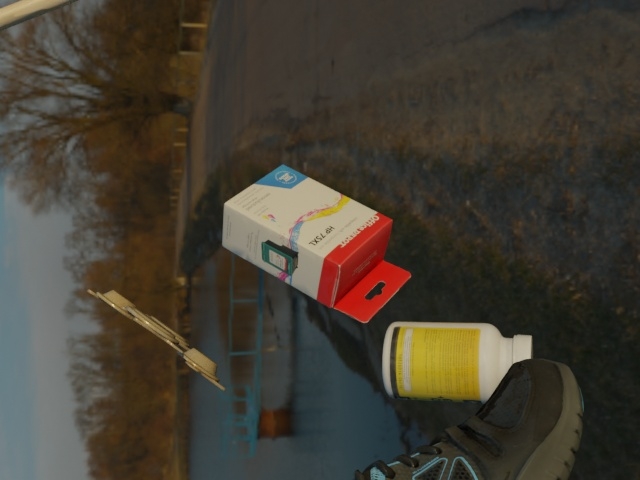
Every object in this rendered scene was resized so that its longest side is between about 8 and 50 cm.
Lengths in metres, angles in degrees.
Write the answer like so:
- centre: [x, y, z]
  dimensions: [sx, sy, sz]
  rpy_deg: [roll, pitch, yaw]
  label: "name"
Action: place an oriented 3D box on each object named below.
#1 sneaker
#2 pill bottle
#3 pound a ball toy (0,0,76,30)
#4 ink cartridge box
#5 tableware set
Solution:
- centre: [0.089, 0.198, 0.586]
  dimensions: [0.341, 0.140, 0.125]
  rpy_deg: [-46, -18, -36]
  label: "sneaker"
- centre: [0.178, 0.157, 0.993]
  dimensions: [0.103, 0.184, 0.103]
  rpy_deg: [-1, -90, -72]
  label: "pill bottle"
- centre: [-0.269, -0.300, 0.701]
  dimensions: [0.136, 0.319, 0.208]
  rpy_deg: [18, 133, 61]
  label: "pound a ball toy"
- centre: [0.000, 0.000, 1.018]
  dimensions: [0.134, 0.231, 0.078]
  rpy_deg: [-40, -30, -44]
  label: "ink cartridge box"
- centre: [-0.175, 0.099, 0.827]
  dimensions: [0.169, 0.141, 0.020]
  rpy_deg: [22, 74, 51]
  label: "tableware set"
